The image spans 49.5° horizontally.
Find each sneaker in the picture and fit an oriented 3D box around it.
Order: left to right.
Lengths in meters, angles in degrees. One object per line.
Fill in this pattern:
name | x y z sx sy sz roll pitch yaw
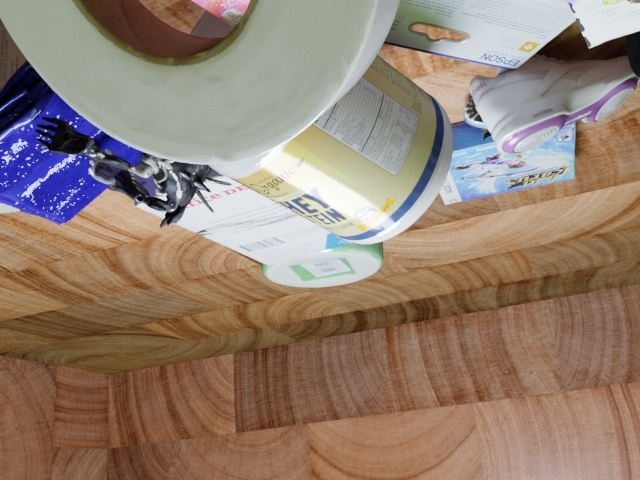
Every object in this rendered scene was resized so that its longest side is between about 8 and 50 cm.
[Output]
sneaker | 0.321 -0.221 1.187 0.162 0.063 0.073 2 175 -2
sneaker | 0.364 -0.243 1.052 0.305 0.152 0.114 -22 158 -23

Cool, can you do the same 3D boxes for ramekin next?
ramekin | 0.000 0.000 1.555 0.303 0.148 0.303 -4 160 -2

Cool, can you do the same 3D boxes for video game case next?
video game case | 0.346 -0.160 1.331 0.269 0.061 0.244 -11 160 16

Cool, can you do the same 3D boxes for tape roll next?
tape roll | -0.120 -0.252 0.550 0.392 0.392 0.072 -20 -162 35

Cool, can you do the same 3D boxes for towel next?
towel | -0.367 -0.116 0.948 0.227 0.076 0.308 -34 170 5

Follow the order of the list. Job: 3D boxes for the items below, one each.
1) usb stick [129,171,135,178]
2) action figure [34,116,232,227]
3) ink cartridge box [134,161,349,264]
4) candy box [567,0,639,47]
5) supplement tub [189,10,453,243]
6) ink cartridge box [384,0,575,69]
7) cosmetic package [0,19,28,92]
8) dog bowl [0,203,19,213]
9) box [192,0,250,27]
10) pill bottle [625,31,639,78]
usb stick | -0.330 -0.144 1.194 0.045 0.077 0.278 -32 148 31
action figure | -0.228 -0.122 0.913 0.164 0.141 0.275 -51 154 2
ink cartridge box | -0.089 -0.106 1.222 0.285 0.166 0.395 -15 157 25
candy box | 0.337 -0.302 0.725 0.165 0.070 0.196 -14 158 29
supplement tub | -0.013 -0.151 0.868 0.316 0.228 0.228 27 145 -33
ink cartridge box | 0.201 -0.337 0.811 0.324 0.071 0.330 5 161 -24
cosmetic package | -0.527 -0.210 0.921 0.309 0.113 0.160 1 159 -15
dog bowl | -0.568 -0.139 1.116 0.265 0.104 0.265 -4 159 -2
box | -0.023 -0.345 0.617 0.300 0.154 0.142 -18 155 35
pill bottle | 0.544 -0.288 0.939 0.219 0.123 0.123 -6 160 2
